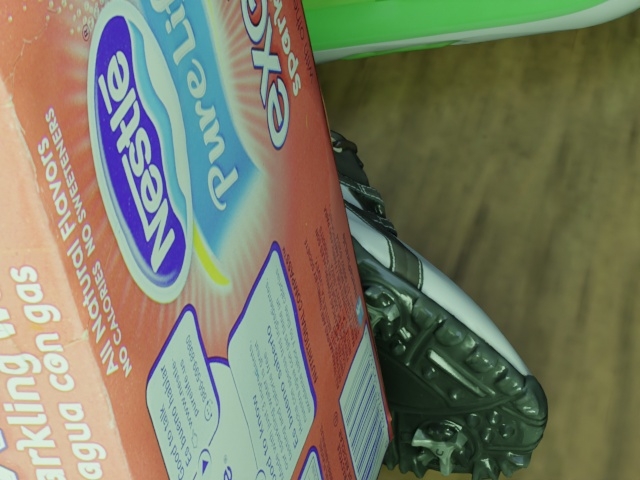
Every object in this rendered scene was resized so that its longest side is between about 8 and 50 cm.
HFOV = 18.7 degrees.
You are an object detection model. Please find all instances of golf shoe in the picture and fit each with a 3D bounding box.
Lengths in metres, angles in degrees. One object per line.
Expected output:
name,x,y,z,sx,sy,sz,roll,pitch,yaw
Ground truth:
golf shoe,0.000,0.000,0.625,0.198,0.077,0.094,32,44,22

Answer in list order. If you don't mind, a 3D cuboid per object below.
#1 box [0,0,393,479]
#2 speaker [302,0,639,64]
box,-0.088,-0.017,0.434,0.142,0.300,0.154,0,37,18
speaker,0.002,-0.132,0.742,0.296,0.131,0.131,-10,44,-23
